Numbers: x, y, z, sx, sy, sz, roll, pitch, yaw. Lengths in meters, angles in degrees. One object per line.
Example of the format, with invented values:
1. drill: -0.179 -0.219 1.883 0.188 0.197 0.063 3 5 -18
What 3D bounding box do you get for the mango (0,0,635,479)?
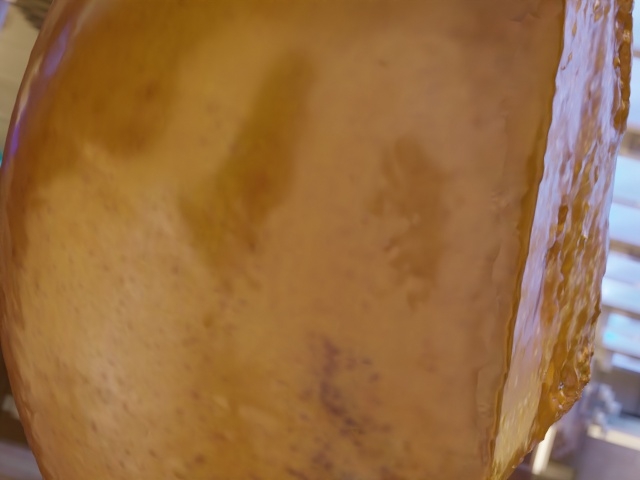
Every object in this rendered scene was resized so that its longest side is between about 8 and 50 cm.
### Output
1. mango: 0.000 0.000 0.458 0.199 0.201 0.350 2 -44 -10
